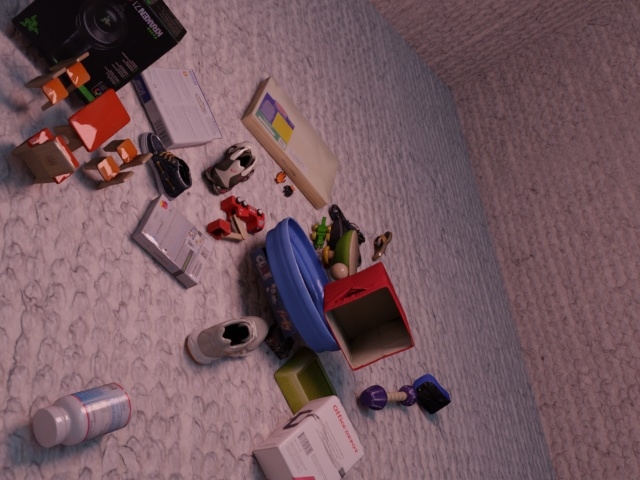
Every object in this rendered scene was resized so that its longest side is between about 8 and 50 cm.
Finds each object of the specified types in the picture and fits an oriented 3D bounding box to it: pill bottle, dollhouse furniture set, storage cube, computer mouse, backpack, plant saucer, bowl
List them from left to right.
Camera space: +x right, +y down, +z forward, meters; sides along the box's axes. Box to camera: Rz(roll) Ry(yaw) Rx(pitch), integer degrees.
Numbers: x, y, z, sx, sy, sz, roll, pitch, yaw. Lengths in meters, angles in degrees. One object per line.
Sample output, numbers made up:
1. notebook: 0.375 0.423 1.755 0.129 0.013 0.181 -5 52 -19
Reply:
1. pill bottle: -0.417 0.310 1.134 0.160 0.087 0.087 -3 71 -58
2. dollhouse furniture set: -0.486 -0.223 1.323 0.262 0.135 0.259 63 37 -28
3. bowl: -0.040 0.127 1.766 0.391 0.077 0.391 -23 90 -81
4. plant saucer: -0.025 0.398 1.739 0.189 0.045 0.188 63 30 -3
5. computer mouse: 0.080 0.012 2.183 0.188 0.072 0.272 48 22 -24
6. storage cube: 0.126 0.196 1.721 0.193 0.183 0.215 -88 153 -73
7. backpack: 0.379 0.529 2.245 0.120 0.098 0.101 47 12 -13

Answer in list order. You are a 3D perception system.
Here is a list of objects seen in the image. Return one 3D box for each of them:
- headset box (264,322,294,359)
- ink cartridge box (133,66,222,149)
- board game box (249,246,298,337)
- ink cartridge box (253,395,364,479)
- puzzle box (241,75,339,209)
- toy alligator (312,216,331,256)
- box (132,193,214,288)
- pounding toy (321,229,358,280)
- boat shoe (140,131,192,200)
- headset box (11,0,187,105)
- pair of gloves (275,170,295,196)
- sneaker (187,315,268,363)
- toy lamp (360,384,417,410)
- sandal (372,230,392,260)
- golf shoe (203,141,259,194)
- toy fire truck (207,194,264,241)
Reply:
1. headset box: -0.111 0.266 1.713 0.083 0.032 0.062 55 31 -20
2. ink cartridge box: -0.383 -0.358 1.727 0.224 0.045 0.223 -23 89 -61
3. board game box: -0.108 0.135 1.757 0.243 0.042 0.165 67 11 3
4. ink cartridge box: -0.023 0.514 1.560 0.237 0.100 0.172 -29 94 -48
5. puzzle box: -0.089 -0.333 2.174 0.409 0.052 0.272 49 34 -26
6. toy alligator: 0.000 0.000 2.075 0.190 0.056 0.051 -80 176 -45
7. box: -0.345 0.002 1.528 0.186 0.038 0.145 49 33 -28
8. pounding toy: 0.047 0.074 1.953 0.237 0.110 0.183 -75 163 -49
9. boat shoe: -0.375 -0.196 1.582 0.065 0.083 0.184 -15 81 -60
10. headset box: -0.488 -0.468 1.420 0.246 0.283 0.131 52 17 -24
11. pair of gloves: -0.114 -0.181 2.063 0.083 0.010 0.074 60 28 -14
12. sneaker: -0.188 0.227 1.529 0.262 0.121 0.099 -11 78 -60
13. toy lamp: 0.213 0.491 2.021 0.274 0.080 0.080 14 57 -55
14. sandal: 0.225 0.012 2.420 0.049 0.072 0.180 38 38 -3
15. golf shoe: -0.218 -0.220 1.819 0.105 0.120 0.273 54 30 -15
16. toy fire truck: -0.224 -0.048 1.751 0.192 0.047 0.135 31 45 -46
